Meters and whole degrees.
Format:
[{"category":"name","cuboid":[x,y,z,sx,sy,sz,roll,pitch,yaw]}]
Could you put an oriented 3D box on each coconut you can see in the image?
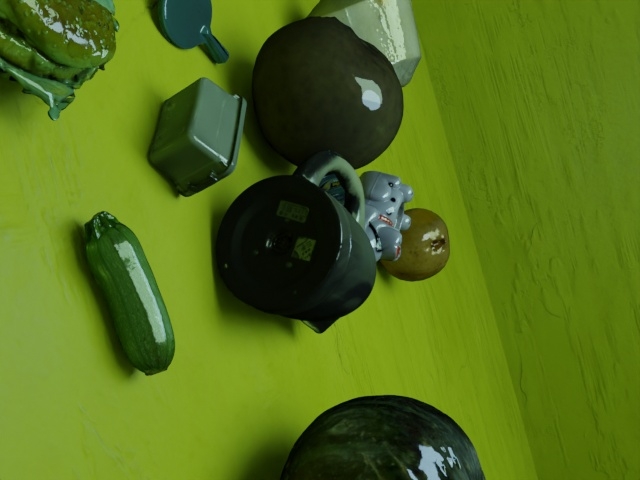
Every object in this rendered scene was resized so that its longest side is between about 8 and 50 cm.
[{"category":"coconut","cuboid":[0.094,-0.499,1.650,0.323,0.323,0.322,44,39,-50]}]

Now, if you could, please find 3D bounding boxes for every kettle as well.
[{"category":"kettle","cuboid":[0.000,0.000,1.196,0.324,0.229,0.320,34,67,-63]}]

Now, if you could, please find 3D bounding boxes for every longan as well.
[{"category":"longan","cuboid":[0.011,-0.288,1.330,0.319,0.319,0.318,44,39,-50]}]

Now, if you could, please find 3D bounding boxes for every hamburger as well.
[{"category":"hamburger","cuboid":[-0.326,-0.253,0.764,0.214,0.125,0.235,20,44,-51]}]

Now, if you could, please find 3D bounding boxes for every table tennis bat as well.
[{"category":"table tennis bat","cuboid":[-0.217,-0.379,1.164,0.124,0.033,0.201,-66,153,-12]}]

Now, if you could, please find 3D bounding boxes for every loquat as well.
[{"category":"loquat","cuboid":[0.254,0.011,1.801,0.208,0.208,0.207,44,39,-50]}]

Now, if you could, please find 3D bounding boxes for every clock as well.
[{"category":"clock","cuboid":[0.118,-0.029,1.588,0.188,0.189,0.254,62,32,-27]}]

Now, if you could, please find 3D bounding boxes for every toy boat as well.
[{"category":"toy boat","cuboid":[-0.007,-0.081,1.388,0.122,0.114,0.296,65,25,-2]}]

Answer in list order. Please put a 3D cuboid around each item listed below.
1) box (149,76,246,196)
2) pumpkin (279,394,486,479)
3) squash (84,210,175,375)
[{"category":"box","cuboid":[-0.194,-0.168,1.030,0.093,0.124,0.172,38,41,-38]},{"category":"pumpkin","cuboid":[0.095,0.464,1.015,0.454,0.344,0.453,-9,90,-69]},{"category":"squash","cuboid":[-0.241,0.067,0.841,0.077,0.068,0.219,-38,111,-59]}]
